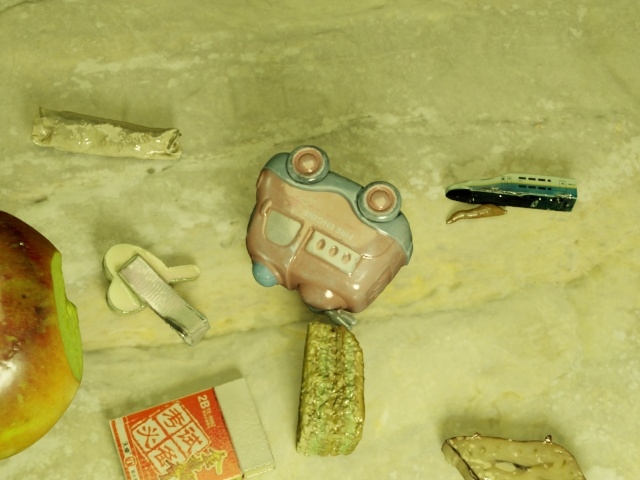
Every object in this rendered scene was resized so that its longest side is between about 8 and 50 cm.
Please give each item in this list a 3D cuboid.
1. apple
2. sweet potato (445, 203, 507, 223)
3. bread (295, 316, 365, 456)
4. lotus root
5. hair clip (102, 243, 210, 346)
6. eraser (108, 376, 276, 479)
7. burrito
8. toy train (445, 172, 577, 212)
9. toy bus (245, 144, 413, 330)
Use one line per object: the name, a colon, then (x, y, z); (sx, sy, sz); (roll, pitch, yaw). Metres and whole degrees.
apple: (-0.518, 0.151, 1.774); (0.374, 0.374, 0.384); (18, 67, 7)
sweet potato: (0.278, -0.049, 2.104); (0.115, 0.026, 0.026); (-8, 62, -6)
bread: (0.017, 0.238, 1.867); (0.102, 0.138, 0.196); (5, 60, -5)
lotus root: (0.327, 0.390, 1.832); (0.170, 0.074, 0.260); (-25, 63, -17)
hair clip: (-0.271, 0.081, 1.977); (0.218, 0.071, 0.159); (41, 61, 11)
eraser: (-0.202, 0.323, 1.862); (0.230, 0.038, 0.157); (-17, 63, -11)
burrito: (-0.383, -0.191, 2.131); (0.275, 0.059, 0.082); (6, 68, 1)
toy train: (0.341, -0.091, 2.116); (0.234, 0.052, 0.051); (5, 58, 1)
toy bus: (0.000, 0.000, 1.975); (0.294, 0.197, 0.232); (28, 73, 10)
